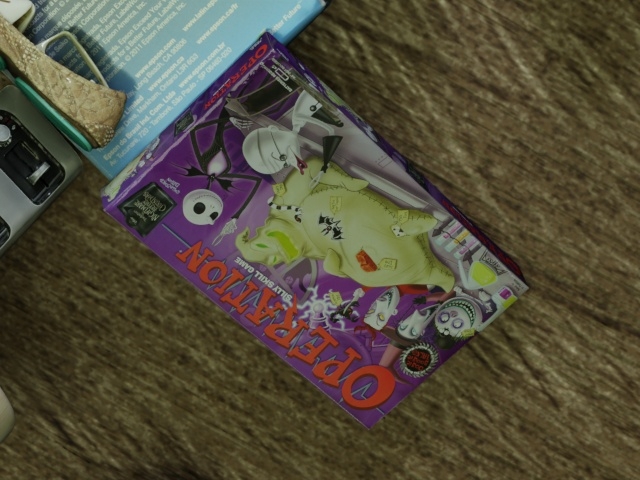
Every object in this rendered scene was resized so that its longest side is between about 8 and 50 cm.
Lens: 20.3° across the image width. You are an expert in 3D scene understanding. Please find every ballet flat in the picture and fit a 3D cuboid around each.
[{"bbox_3d":[-0.248,-0.162,1.513,0.206,0.073,0.067,41,78,-8],"label":"ballet flat"}]

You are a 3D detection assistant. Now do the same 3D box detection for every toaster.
[{"bbox_3d":[-0.319,-0.029,1.583,0.110,0.185,0.168,46,59,-10],"label":"toaster"}]

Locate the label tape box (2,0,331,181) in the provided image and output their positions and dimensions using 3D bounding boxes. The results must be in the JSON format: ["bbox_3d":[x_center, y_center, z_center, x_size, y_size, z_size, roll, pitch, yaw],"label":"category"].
[{"bbox_3d":[-0.196,-0.251,1.569,0.249,0.115,0.348,-43,95,13],"label":"label tape box"}]

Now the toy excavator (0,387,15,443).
[{"bbox_3d":[-0.499,0.011,1.528,0.222,0.433,0.445,-52,125,-28],"label":"toy excavator"}]

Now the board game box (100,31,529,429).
[{"bbox_3d":[0.000,0.000,1.593,0.208,0.056,0.347,-41,118,16],"label":"board game box"}]
